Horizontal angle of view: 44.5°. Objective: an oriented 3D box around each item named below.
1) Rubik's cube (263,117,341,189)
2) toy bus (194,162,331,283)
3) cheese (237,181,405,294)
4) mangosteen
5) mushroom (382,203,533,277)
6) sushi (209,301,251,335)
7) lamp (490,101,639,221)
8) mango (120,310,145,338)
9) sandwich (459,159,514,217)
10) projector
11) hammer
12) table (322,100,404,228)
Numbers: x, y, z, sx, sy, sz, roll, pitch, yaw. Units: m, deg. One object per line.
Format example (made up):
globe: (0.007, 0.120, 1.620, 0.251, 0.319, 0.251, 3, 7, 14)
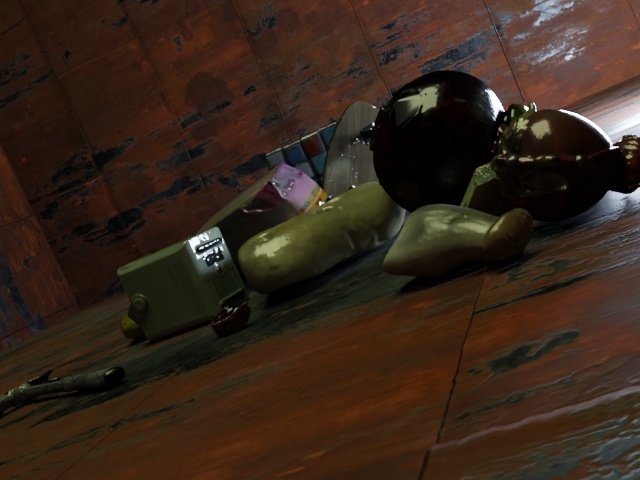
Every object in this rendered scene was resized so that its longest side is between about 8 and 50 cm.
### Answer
Rubik's cube: (0.044, -0.179, 2.227, 0.292, 0.287, 0.293, -24, 5, 9)
toy bus: (-0.157, -0.034, 1.849, 0.386, 0.162, 0.171, -33, 20, 38)
cheese: (0.000, 0.000, 1.537, 0.351, 0.129, 0.328, -25, 3, 12)
mangosteen: (0.248, -0.182, 1.501, 0.311, 0.311, 0.311, -24, 5, 2)
mushroom: (0.180, 0.002, 1.028, 0.225, 0.093, 0.116, -6, 32, 44)
sushi: (-0.160, 0.136, 1.354, 0.099, 0.047, 0.050, -23, 8, 26)
lamp: (0.329, -0.095, 1.074, 0.223, 0.151, 0.215, 19, 4, -12)
mango: (-0.404, 0.173, 1.838, 0.122, 0.085, 0.191, -17, 8, 33)
sandwich: (0.313, -0.086, 1.255, 0.258, 0.096, 0.094, -25, 10, 15)
projector: (-0.300, 0.096, 1.660, 0.242, 0.177, 0.163, -22, 4, 30)
hammer: (-0.492, 0.278, 1.465, 0.427, 0.044, 0.152, -16, 9, 47)
table: (0.204, -0.158, 1.819, 0.317, 0.317, 0.249, -27, 19, -26)
